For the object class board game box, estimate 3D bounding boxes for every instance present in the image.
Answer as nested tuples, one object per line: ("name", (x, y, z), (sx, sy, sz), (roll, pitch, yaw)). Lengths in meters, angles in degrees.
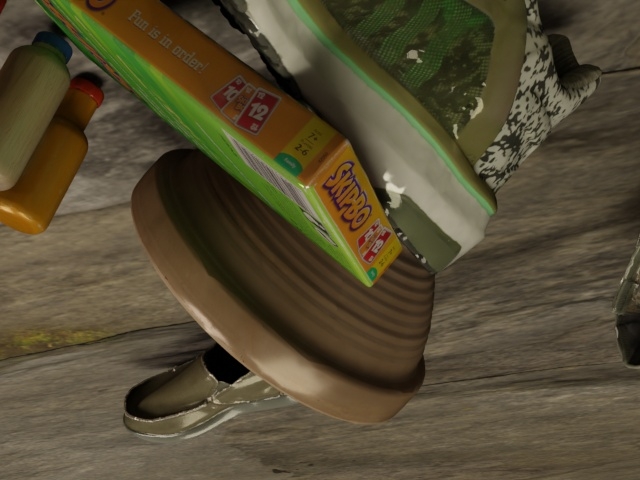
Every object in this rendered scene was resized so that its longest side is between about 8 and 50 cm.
("board game box", (-0.072, -0.081, 0.522), (0.259, 0.039, 0.124), (36, 171, 25))

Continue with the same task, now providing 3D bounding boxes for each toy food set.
("toy food set", (-0.231, -0.108, 0.590), (0.232, 0.104, 0.111), (32, 156, -22))

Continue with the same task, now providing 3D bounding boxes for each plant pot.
("plant pot", (0.000, 0.000, 0.693), (0.109, 0.237, 0.237), (-47, 136, 16))

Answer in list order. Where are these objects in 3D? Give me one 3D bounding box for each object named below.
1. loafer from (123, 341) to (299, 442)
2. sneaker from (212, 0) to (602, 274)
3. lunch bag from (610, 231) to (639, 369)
("loafer", (-0.114, 0.145, 1.115), (0.251, 0.094, 0.087), (-20, 125, 15))
("sneaker", (0.038, -0.148, 0.497), (0.182, 0.158, 0.410), (-38, 146, 2))
("lunch bag", (0.379, 0.015, 0.765), (0.235, 0.168, 0.287), (3, 149, -12))
